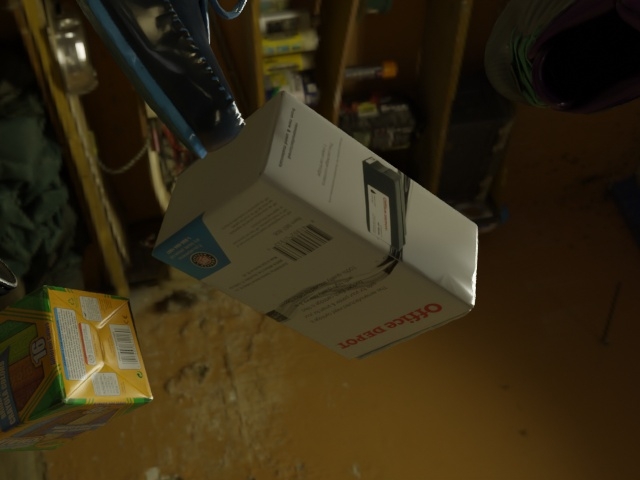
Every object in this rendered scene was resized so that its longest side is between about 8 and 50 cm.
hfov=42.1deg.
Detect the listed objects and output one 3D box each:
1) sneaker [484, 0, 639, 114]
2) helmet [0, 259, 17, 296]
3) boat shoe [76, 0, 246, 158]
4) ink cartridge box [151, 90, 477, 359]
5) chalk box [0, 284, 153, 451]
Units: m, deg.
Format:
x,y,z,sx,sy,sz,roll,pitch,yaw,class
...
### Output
x,y,z,sx,sy,sz,roll,pitch,yaw,class
0.120,-0.099,0.413,0.083,0.098,0.224,61,-15,-7,sneaker
-0.368,0.063,0.741,0.161,0.169,0.169,-52,134,-82,helmet
-0.103,-0.168,0.454,0.258,0.089,0.109,59,-7,11,boat shoe
0.000,0.000,1.244,0.285,0.395,0.166,-30,-141,43,ink cartridge box
-0.319,0.156,0.927,0.132,0.213,0.132,18,48,-57,chalk box
